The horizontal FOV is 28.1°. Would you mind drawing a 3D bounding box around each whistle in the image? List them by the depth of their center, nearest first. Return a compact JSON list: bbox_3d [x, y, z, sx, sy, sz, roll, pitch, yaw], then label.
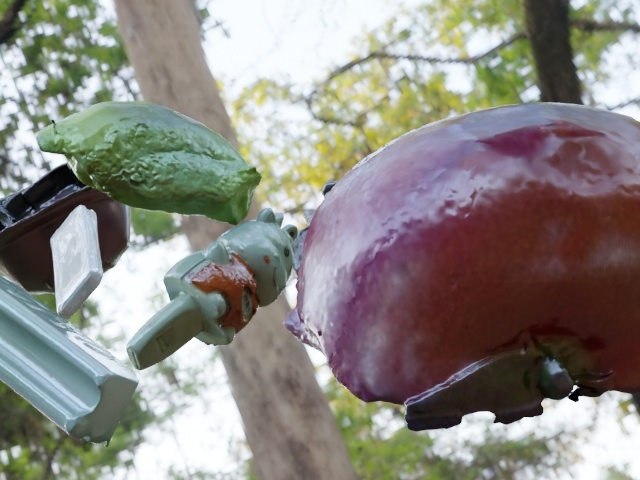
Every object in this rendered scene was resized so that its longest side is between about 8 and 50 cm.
[{"bbox_3d":[-0.111,0.054,1.392,0.253,0.101,0.106,-37,12,-30],"label":"whistle"}]

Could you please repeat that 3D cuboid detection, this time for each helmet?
[{"bbox_3d":[-0.437,-0.010,2.176,0.271,0.338,0.197,-29,-70,-6],"label":"helmet"}]

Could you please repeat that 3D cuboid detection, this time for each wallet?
[{"bbox_3d":[-0.354,0.025,1.846,0.033,0.190,0.095,31,-65,-31],"label":"wallet"}]

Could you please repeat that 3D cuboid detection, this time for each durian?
[{"bbox_3d":[-0.188,-0.094,1.430,0.250,0.139,0.101,23,-71,-12],"label":"durian"}]

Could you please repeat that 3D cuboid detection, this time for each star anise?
[{"bbox_3d":[-0.001,0.003,2.156,0.111,0.257,0.198,10,-41,8],"label":"star anise"}]

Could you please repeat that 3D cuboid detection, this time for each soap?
[{"bbox_3d":[-0.351,0.143,1.611,0.095,0.290,0.173,-57,-25,-3],"label":"soap"}]

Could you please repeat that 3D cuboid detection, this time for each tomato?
[{"bbox_3d":[0.133,-0.017,0.919,0.335,0.289,0.176,-5,-67,-9],"label":"tomato"}]
